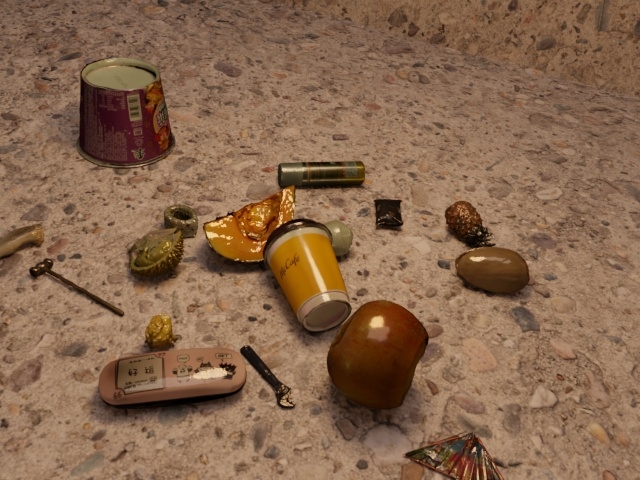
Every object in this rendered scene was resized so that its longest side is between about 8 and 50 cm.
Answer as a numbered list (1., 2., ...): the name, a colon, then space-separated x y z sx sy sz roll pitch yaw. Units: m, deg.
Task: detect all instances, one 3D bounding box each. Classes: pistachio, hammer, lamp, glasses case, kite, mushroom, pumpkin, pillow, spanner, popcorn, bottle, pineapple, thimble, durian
1. pistachio: 0.487 0.081 1.745 0.206 0.131 0.129 6 -7 5
2. hammer: -0.611 0.124 1.559 0.292 0.029 0.058 25 43 18
3. lamp: 0.000 0.000 1.771 0.193 0.106 0.106 -9 41 -6
4. glasses case: -0.319 0.300 1.349 0.314 0.075 0.122 -3 37 -14
5. kite: 0.291 0.473 1.296 0.241 0.014 0.183 17 42 10
6. mushroom: -0.835 0.016 1.637 0.202 0.054 0.059 -30 46 -31
7. pumpkin: -0.183 -0.020 1.763 0.312 0.148 0.169 -27 87 -24
8. pillow: 0.217 -0.088 1.954 0.090 0.048 0.150 13 34 -7
9. spanner: -0.124 0.311 1.421 0.046 0.012 0.208 -23 48 -32
10. popcorn: -0.385 0.220 1.449 0.084 0.084 0.084 5 39 -4
11. bottle: 0.002 -0.222 2.053 0.286 0.082 0.082 -2 40 -14
12. pineapple: 0.465 -0.030 1.893 0.108 0.108 0.197 -15 57 -26
13. thimble: -0.402 -0.055 1.787 0.110 0.062 0.084 29 46 24
14. durian: -0.447 0.041 1.646 0.208 0.102 0.146 2 50 33

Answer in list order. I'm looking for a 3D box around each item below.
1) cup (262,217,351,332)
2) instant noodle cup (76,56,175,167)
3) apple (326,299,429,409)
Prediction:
1. cup: -0.030 0.088 1.590 0.196 0.196 0.279 -8 50 -20
2. instant noodle cup: -0.660 -0.441 2.061 0.340 0.266 0.340 4 38 -3
3. apple: 0.132 0.256 1.363 0.207 0.237 0.237 31 40 -2
